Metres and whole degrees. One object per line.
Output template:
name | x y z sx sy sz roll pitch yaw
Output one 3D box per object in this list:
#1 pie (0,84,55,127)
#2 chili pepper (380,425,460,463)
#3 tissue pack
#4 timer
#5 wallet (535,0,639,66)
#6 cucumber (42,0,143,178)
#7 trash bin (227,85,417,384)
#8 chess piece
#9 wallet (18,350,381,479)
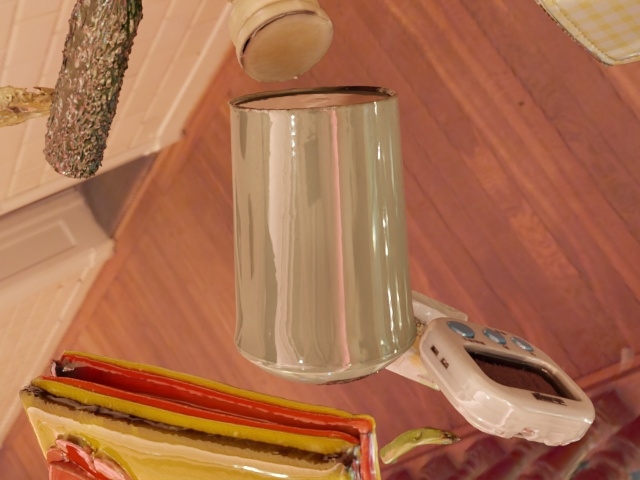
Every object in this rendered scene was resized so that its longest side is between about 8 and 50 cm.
pie | -0.548 -0.227 1.470 0.274 0.274 0.055 -3 100 52
chili pepper | 0.178 0.381 1.596 0.202 0.052 0.050 -36 71 48
tissue pack | 0.179 0.175 1.729 0.229 0.159 0.145 24 144 -1
timer | 0.283 0.220 1.317 0.087 0.262 0.237 -63 31 20
wallet | 0.385 -0.276 0.821 0.309 0.223 0.077 -15 65 37
cucumber | -0.311 -0.227 1.148 0.096 0.096 0.359 49 140 15
trash bin | 0.000 0.000 1.256 0.280 0.280 0.432 14 113 45
chess piece | -0.090 -0.364 1.187 0.261 0.143 0.143 67 148 22
wallet | -0.072 0.153 0.510 0.241 0.067 0.141 5 117 32
